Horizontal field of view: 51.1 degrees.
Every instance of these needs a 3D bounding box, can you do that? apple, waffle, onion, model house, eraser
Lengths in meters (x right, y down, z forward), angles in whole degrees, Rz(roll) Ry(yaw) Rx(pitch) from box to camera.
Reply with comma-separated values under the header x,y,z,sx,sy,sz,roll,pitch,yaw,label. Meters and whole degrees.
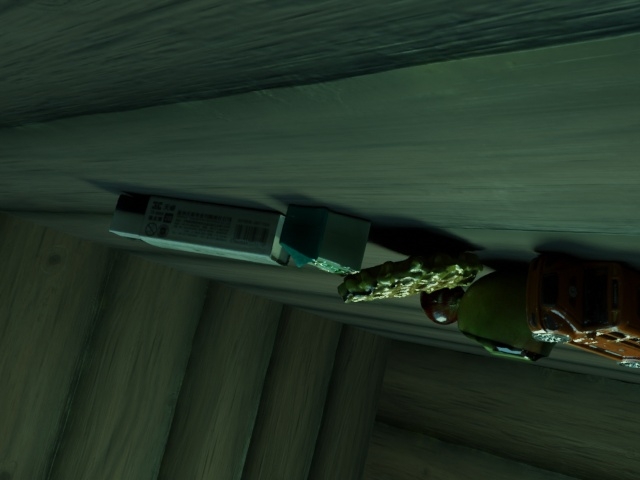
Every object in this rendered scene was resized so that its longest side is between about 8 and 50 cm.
x,y,z,sx,sy,sz,roll,pitch,yaw,label
0.369,0.139,1.292,0.207,0.173,0.188,-29,-143,-28,apple
0.182,0.072,1.292,0.282,0.058,0.301,-14,168,27,waffle
0.297,0.150,1.627,0.117,0.118,0.118,12,170,-19,onion
0.000,0.000,1.223,0.149,0.100,0.127,17,168,-11,model house
-0.251,-0.023,1.405,0.404,0.098,0.096,8,169,25,eraser

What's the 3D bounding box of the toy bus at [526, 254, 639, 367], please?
x,y,z,sx,sy,sz,roll,pitch,yaw,label
0.506,0.122,1.144,0.329,0.143,0.153,19,158,-25,toy bus
